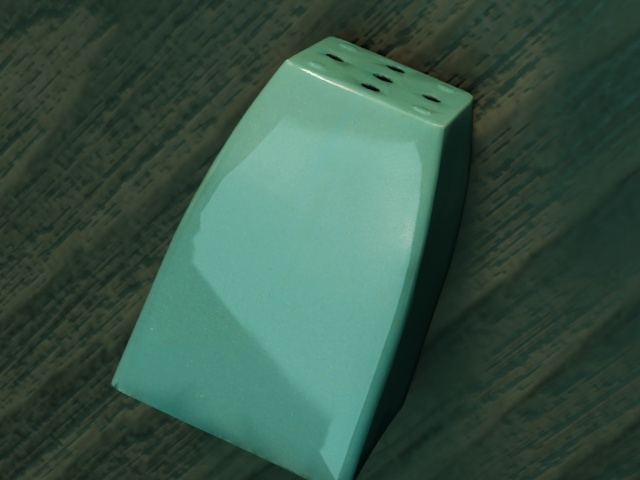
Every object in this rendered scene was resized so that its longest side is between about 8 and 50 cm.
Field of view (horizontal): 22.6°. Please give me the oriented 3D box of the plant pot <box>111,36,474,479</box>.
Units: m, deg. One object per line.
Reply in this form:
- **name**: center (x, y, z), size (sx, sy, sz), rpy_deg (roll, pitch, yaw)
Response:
- **plant pot**: center (0.000, 0.000, 1.029), size (0.166, 0.165, 0.234), rpy_deg (23, 111, 9)
